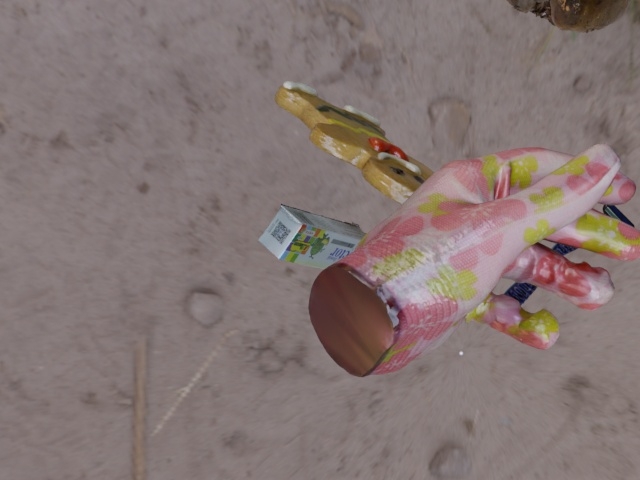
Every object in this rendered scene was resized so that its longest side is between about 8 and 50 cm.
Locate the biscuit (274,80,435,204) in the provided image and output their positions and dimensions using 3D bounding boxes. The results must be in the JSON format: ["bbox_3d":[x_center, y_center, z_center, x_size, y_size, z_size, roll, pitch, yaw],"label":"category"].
[{"bbox_3d":[0.050,-0.094,1.359,0.158,0.240,0.035,17,108,-35],"label":"biscuit"}]

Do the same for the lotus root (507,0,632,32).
[{"bbox_3d":[0.258,-0.331,1.308,0.167,0.329,0.078,14,47,10],"label":"lotus root"}]

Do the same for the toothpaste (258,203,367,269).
[{"bbox_3d":[0.000,0.000,1.335,0.034,0.164,0.046,41,103,27],"label":"toothpaste"}]

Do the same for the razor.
[{"bbox_3d":[0.212,0.022,1.218,0.154,0.028,0.044,-43,124,15],"label":"razor"}]

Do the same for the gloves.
[{"bbox_3d":[0.113,0.002,0.901,0.241,0.145,0.126,-31,45,-33],"label":"gloves"}]
